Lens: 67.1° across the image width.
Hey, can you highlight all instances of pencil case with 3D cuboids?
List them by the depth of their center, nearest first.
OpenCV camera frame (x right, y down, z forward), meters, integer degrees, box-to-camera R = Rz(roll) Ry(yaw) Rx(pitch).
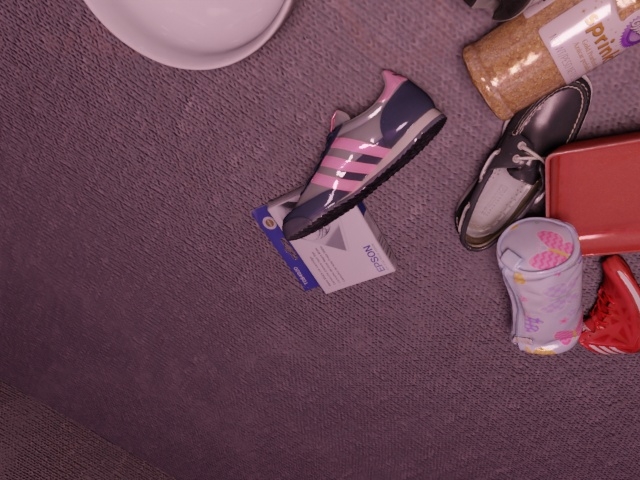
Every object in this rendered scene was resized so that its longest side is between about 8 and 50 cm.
[{"bbox_3d":[0.361,0.083,0.795,0.124,0.113,0.273,-22,135,7],"label":"pencil case"}]

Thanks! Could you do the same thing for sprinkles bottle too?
[{"bbox_3d":[0.356,-0.288,0.580,0.355,0.121,0.121,-29,111,31],"label":"sprinkles bottle"}]

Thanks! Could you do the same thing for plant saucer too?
[{"bbox_3d":[0.464,-0.071,0.700,0.258,0.048,0.259,-7,142,21],"label":"plant saucer"}]

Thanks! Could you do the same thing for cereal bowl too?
[{"bbox_3d":[-0.168,-0.412,0.638,0.338,0.141,0.339,8,126,11],"label":"cereal bowl"}]

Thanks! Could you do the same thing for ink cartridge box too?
[{"bbox_3d":[0.000,0.000,0.930,0.224,0.045,0.223,-22,115,28],"label":"ink cartridge box"}]

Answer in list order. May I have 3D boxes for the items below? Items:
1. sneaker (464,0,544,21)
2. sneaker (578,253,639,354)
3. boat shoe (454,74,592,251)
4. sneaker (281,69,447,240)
[{"bbox_3d":[0.167,-0.408,0.571,0.331,0.146,0.122,54,150,4],"label":"sneaker"},{"bbox_3d":[0.501,0.130,0.847,0.128,0.087,0.221,-24,113,27],"label":"sneaker"},{"bbox_3d":[0.307,-0.107,0.736,0.114,0.091,0.303,21,127,2],"label":"boat shoe"},{"bbox_3d":[0.040,-0.130,0.778,0.319,0.112,0.131,-39,81,16],"label":"sneaker"}]
